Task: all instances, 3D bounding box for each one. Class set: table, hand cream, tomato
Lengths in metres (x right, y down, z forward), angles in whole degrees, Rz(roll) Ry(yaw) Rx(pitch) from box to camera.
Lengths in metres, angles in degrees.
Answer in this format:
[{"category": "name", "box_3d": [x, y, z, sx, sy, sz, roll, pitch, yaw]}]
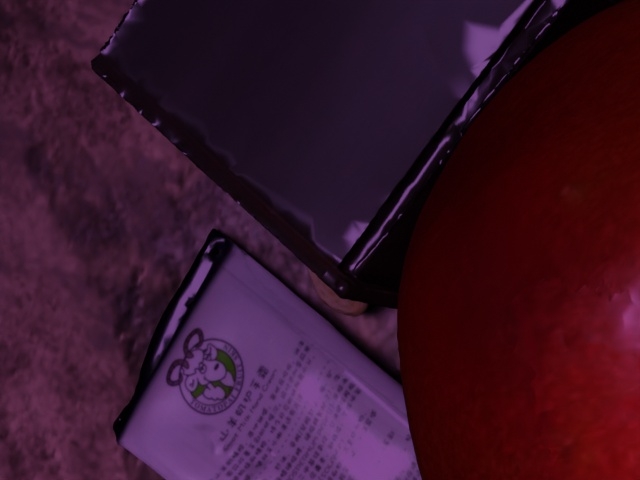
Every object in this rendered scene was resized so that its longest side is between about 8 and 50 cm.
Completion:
[{"category": "table", "box_3d": [0.049, -0.091, 0.770, 0.172, 0.169, 0.193, 42, 103, 25]}, {"category": "hand cream", "box_3d": [0.028, 0.127, 0.825, 0.336, 0.076, 0.121, 36, 97, 33]}, {"category": "tomato", "box_3d": [0.142, 0.046, 0.602, 0.226, 0.298, 0.298, -9, 80, 13]}]

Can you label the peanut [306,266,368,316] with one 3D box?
[{"category": "peanut", "box_3d": [0.000, 0.000, 0.860, 0.037, 0.037, 0.083, -37, 69, 20]}]
